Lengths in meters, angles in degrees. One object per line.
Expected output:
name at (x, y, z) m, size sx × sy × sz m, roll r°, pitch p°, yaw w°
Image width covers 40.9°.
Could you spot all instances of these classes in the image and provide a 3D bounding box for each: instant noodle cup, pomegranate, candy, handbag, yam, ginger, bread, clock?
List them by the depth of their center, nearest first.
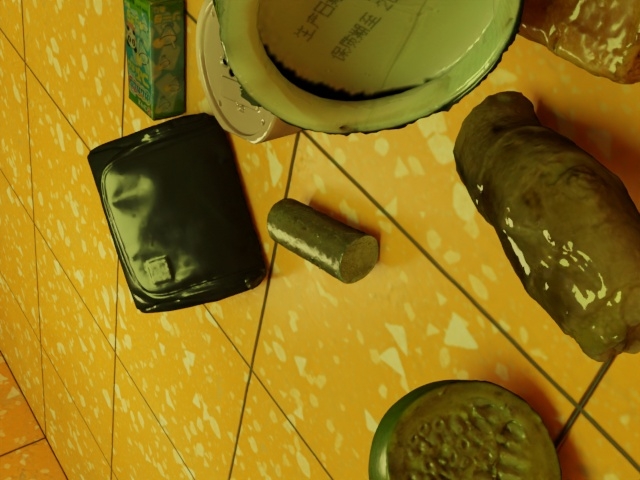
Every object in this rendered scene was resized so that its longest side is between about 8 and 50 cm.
bread at (0.216, -0.204, 0.581) m, size 0.143 × 0.149 × 0.158 m, roll 39°, pitch 130°, yaw 38°
instant noodle cup at (0.016, -0.252, 0.626) m, size 0.284 × 0.284 × 0.312 m, roll 112°, pitch 155°, yaw -47°
ginger at (0.189, -0.024, 0.692) m, size 0.109 × 0.116 × 0.263 m, roll -47°, pitch 37°, yaw 22°
pomegranate at (0.144, 0.270, 0.892) m, size 0.159 × 0.190 × 0.241 m, roll 107°, pitch 158°, yaw -67°
yam at (0.000, 0.000, 1.087) m, size 0.169 × 0.068 × 0.068 m, roll 27°, pitch 128°, yaw 49°
clock at (-0.083, -0.225, 1.095) m, size 0.197 × 0.068 × 0.197 m, roll 33°, pitch 133°, yaw 45°
handbag at (-0.236, -0.032, 1.327) m, size 0.275 × 0.178 × 0.302 m, roll -6°, pitch 101°, yaw 58°
candy at (-0.257, -0.294, 1.332) m, size 0.097 × 0.062 × 0.194 m, roll 40°, pitch 138°, yaw 39°
